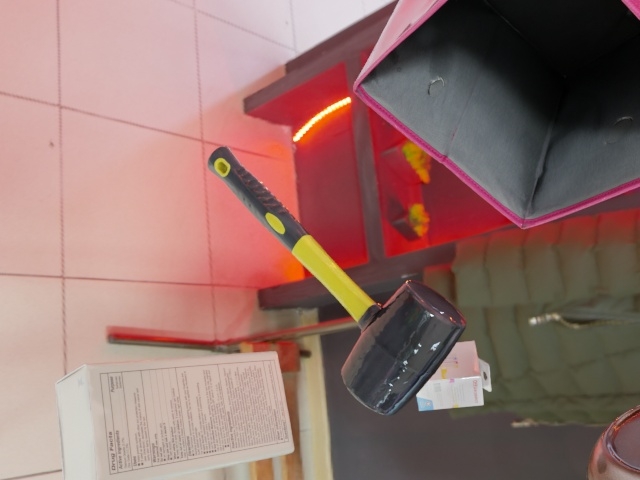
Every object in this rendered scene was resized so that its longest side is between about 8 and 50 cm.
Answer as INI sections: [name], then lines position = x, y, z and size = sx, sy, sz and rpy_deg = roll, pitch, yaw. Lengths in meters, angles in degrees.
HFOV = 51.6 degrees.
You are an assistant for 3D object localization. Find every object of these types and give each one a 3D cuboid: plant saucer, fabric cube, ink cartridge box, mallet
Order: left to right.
[mallet]
position = 0.000, 0.000, 0.354
size = 0.039, 0.062, 0.190
rpy_deg = 11, 36, -55
[ink cartridge box]
position = 0.254, 0.261, 1.281
size = 0.090, 0.143, 0.092
rpy_deg = -87, 167, -50
[fabric cube]
position = 0.233, -0.213, 0.644
size = 0.259, 0.254, 0.258
rpy_deg = 35, 60, -17
[plant saucer]
position = 0.532, 0.291, 0.942
size = 0.310, 0.310, 0.050
rpy_deg = -29, 101, -48

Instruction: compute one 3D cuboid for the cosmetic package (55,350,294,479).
[cosmetic package]
position = -0.198, 0.253, 0.941
size = 0.309, 0.113, 0.160
rpy_deg = 5, 65, -41
